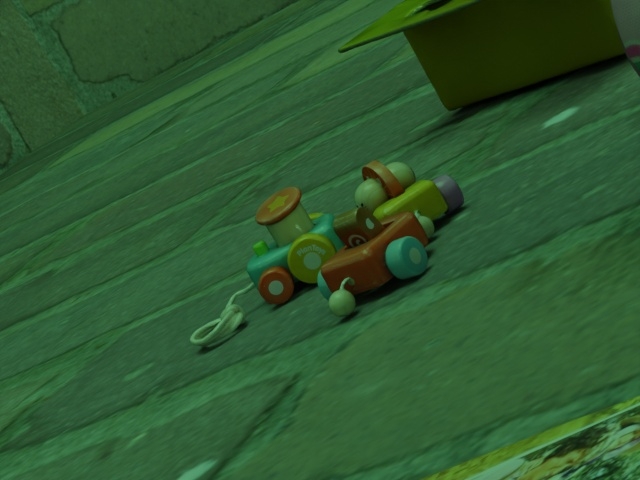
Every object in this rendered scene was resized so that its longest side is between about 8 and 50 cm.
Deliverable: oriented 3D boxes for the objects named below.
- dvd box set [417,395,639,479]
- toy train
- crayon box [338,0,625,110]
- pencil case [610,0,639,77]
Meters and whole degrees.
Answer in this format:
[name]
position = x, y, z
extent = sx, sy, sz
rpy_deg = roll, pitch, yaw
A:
[dvd box set]
position = 0.040, 0.101, 0.259
extent = 0.420, 0.062, 0.307
rpy_deg = -27, 10, 38
[toy train]
position = 0.000, 0.000, 0.964
extent = 0.166, 0.046, 0.125
rpy_deg = -19, 15, 47
[crayon box]
position = 0.186, -0.180, 1.207
extent = 0.318, 0.081, 0.202
rpy_deg = -35, 11, -28
[pencil case]
position = 0.240, -0.131, 0.741
extent = 0.284, 0.124, 0.124
rpy_deg = -24, 12, 37
